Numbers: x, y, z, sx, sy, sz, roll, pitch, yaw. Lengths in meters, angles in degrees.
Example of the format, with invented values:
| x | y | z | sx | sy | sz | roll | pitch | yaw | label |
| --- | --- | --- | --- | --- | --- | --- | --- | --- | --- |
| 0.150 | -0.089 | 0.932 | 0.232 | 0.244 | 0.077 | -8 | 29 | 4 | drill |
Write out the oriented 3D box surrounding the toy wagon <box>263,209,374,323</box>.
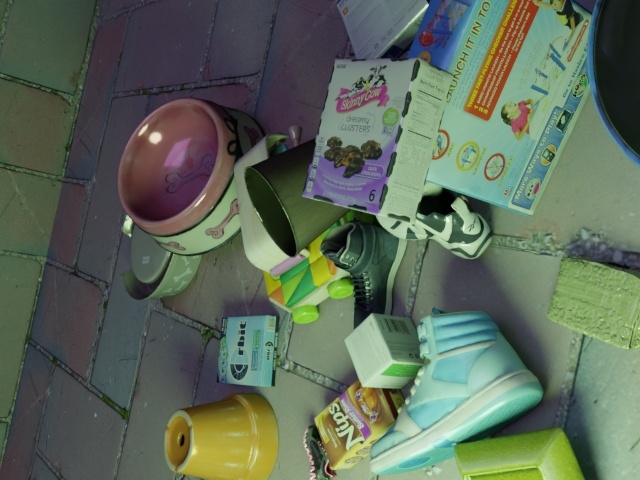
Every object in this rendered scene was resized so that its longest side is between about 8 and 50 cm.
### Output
| x | y | z | sx | sy | sz | roll | pitch | yaw | label |
| --- | --- | --- | --- | --- | --- | --- | --- | --- | --- |
| 0.000 | 0.000 | 1.431 | 0.344 | 0.068 | 0.267 | -39 | 53 | 38 | toy wagon |

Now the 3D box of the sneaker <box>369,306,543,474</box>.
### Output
| x | y | z | sx | sy | sz | roll | pitch | yaw | label |
| --- | --- | --- | --- | --- | --- | --- | --- | --- | --- |
| 0.181 | 0.232 | 1.111 | 0.319 | 0.127 | 0.208 | -39 | 54 | 25 | sneaker |

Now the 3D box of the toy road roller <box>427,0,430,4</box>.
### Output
| x | y | z | sx | sy | sz | roll | pitch | yaw | label |
| --- | --- | --- | --- | --- | --- | --- | --- | --- | --- |
| 0.262 | -0.533 | 1.096 | 0.241 | 0.202 | 0.329 | -20 | 104 | 31 | toy road roller |

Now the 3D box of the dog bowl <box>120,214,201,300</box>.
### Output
| x | y | z | sx | sy | sz | roll | pitch | yaw | label |
| --- | --- | --- | --- | --- | --- | --- | --- | --- | --- |
| -0.443 | 0.000 | 1.938 | 0.349 | 0.102 | 0.348 | -17 | 67 | 48 | dog bowl |

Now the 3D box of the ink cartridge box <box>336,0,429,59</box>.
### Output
| x | y | z | sx | sy | sz | roll | pitch | yaw | label |
| --- | --- | --- | --- | --- | --- | --- | --- | --- | --- |
| 0.141 | -0.482 | 1.409 | 0.223 | 0.045 | 0.223 | -41 | 51 | 36 | ink cartridge box |

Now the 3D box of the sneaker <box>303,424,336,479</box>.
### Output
| x | y | z | sx | sy | sz | roll | pitch | yaw | label |
| --- | --- | --- | --- | --- | --- | --- | --- | --- | --- |
| 0.003 | 0.416 | 1.342 | 0.057 | 0.047 | 0.119 | -25 | 65 | 28 | sneaker |

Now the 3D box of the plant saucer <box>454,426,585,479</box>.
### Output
| x | y | z | sx | sy | sz | roll | pitch | yaw | label |
| --- | --- | --- | --- | --- | --- | --- | --- | --- | --- |
| 0.282 | 0.369 | 0.959 | 0.188 | 0.045 | 0.188 | -28 | 81 | 43 | plant saucer |

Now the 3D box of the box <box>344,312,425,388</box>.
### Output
| x | y | z | sx | sy | sz | roll | pitch | yaw | label |
| --- | --- | --- | --- | --- | --- | --- | --- | --- | --- |
| 0.116 | 0.195 | 1.212 | 0.087 | 0.101 | 0.102 | -47 | 48 | 32 | box |

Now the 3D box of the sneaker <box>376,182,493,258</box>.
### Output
| x | y | z | sx | sy | sz | roll | pitch | yaw | label |
| --- | --- | --- | --- | --- | --- | --- | --- | --- | --- |
| 0.165 | -0.063 | 1.156 | 0.094 | 0.153 | 0.235 | -47 | 45 | -11 | sneaker |

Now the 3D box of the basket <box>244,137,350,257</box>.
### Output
| x | y | z | sx | sy | sz | roll | pitch | yaw | label |
| --- | --- | --- | --- | --- | --- | --- | --- | --- | --- |
| 0.001 | -0.105 | 1.245 | 0.154 | 0.227 | 0.204 | 43 | 157 | 36 | basket |

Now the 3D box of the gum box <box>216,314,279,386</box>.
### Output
| x | y | z | sx | sy | sz | roll | pitch | yaw | label |
| --- | --- | --- | --- | --- | --- | --- | --- | --- | --- |
| -0.168 | 0.253 | 1.586 | 0.184 | 0.041 | 0.156 | -9 | 74 | 50 | gum box |

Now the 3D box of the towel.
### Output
| x | y | z | sx | sy | sz | roll | pitch | yaw | label |
| --- | --- | --- | --- | --- | --- | --- | --- | --- | --- |
| 0.393 | 0.085 | 0.969 | 0.148 | 0.027 | 0.110 | 17 | 95 | 50 | towel |

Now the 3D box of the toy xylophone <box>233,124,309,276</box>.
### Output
| x | y | z | sx | sy | sz | roll | pitch | yaw | label |
| --- | --- | --- | --- | --- | --- | --- | --- | --- | --- |
| -0.089 | -0.095 | 1.446 | 0.236 | 0.081 | 0.322 | -25 | 61 | 43 | toy xylophone |

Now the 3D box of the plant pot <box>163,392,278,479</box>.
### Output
| x | y | z | sx | sy | sz | roll | pitch | yaw | label |
| --- | --- | --- | --- | --- | --- | --- | --- | --- | --- |
| -0.226 | 0.432 | 1.490 | 0.205 | 0.188 | 0.205 | -16 | 68 | 47 | plant pot |

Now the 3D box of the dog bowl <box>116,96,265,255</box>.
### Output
| x | y | z | sx | sy | sz | roll | pitch | yaw | label |
| --- | --- | --- | --- | --- | --- | --- | --- | --- | --- |
| -0.334 | -0.174 | 1.718 | 0.408 | 0.150 | 0.407 | -10 | 69 | 28 | dog bowl |

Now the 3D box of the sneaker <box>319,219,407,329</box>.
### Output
| x | y | z | sx | sy | sz | roll | pitch | yaw | label |
| --- | --- | --- | --- | --- | --- | --- | --- | --- | --- |
| 0.062 | 0.072 | 1.265 | 0.086 | 0.164 | 0.226 | 15 | 94 | 49 | sneaker |

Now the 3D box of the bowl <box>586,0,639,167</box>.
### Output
| x | y | z | sx | sy | sz | roll | pitch | yaw | label |
| --- | --- | --- | --- | --- | --- | --- | --- | --- | --- |
| 0.488 | -0.230 | 0.795 | 0.391 | 0.077 | 0.390 | 23 | 119 | 49 | bowl |

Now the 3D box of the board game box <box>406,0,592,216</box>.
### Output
| x | y | z | sx | sy | sz | roll | pitch | yaw | label |
| --- | --- | --- | --- | --- | --- | --- | --- | --- | --- |
| 0.255 | -0.214 | 0.997 | 0.086 | 0.302 | 0.308 | 36 | 107 | 49 | board game box |

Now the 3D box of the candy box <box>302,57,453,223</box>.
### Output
| x | y | z | sx | sy | sz | roll | pitch | yaw | label |
| --- | --- | --- | --- | --- | --- | --- | --- | --- | --- |
| 0.069 | -0.135 | 0.903 | 0.165 | 0.070 | 0.196 | 17 | 95 | 51 | candy box |

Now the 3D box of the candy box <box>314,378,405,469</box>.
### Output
| x | y | z | sx | sy | sz | roll | pitch | yaw | label |
| --- | --- | --- | --- | --- | --- | --- | --- | --- | --- |
| 0.074 | 0.329 | 1.267 | 0.186 | 0.053 | 0.109 | -49 | 48 | 32 | candy box |
